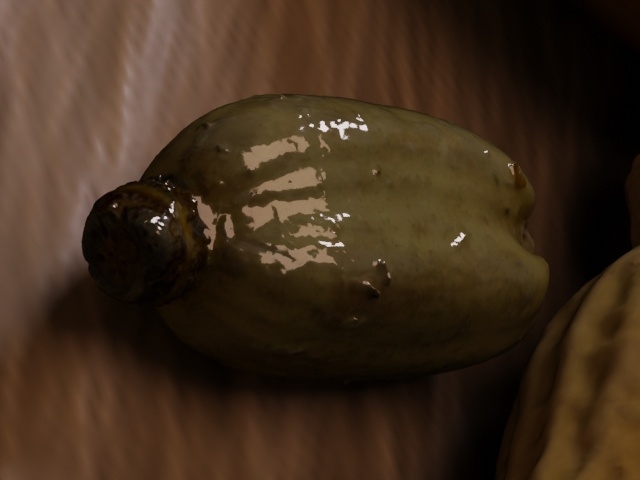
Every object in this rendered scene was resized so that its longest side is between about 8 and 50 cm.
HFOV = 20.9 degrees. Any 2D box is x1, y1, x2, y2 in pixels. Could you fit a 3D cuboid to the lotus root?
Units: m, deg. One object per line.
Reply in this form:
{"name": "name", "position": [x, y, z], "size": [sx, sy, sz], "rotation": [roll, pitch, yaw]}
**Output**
{"name": "lotus root", "position": [-0.001, 0.000, 0.553], "size": [0.183, 0.077, 0.090], "rotation": [1, 72, -43]}

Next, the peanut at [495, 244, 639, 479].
{"name": "peanut", "position": [0.114, 0.121, 0.537], "size": [0.147, 0.147, 0.305], "rotation": [40, 43, -15]}

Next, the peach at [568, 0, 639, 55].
{"name": "peach", "position": [0.197, -0.212, 0.744], "size": [0.332, 0.308, 0.308], "rotation": [35, 42, 1]}

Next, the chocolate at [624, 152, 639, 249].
{"name": "chocolate", "position": [0.252, 0.059, 0.712], "size": [0.309, 0.134, 0.134], "rotation": [42, 42, -11]}
